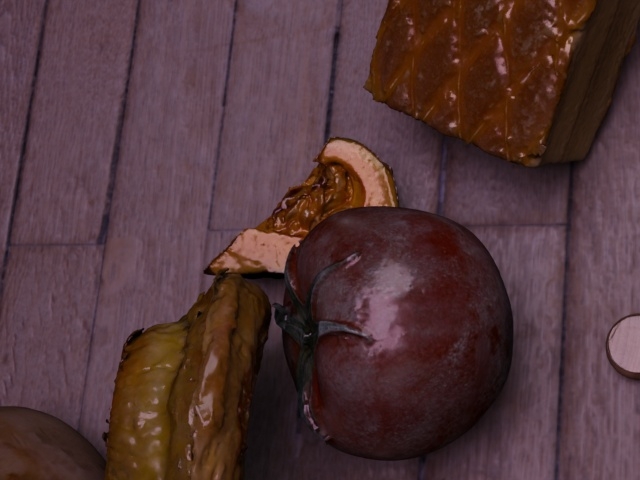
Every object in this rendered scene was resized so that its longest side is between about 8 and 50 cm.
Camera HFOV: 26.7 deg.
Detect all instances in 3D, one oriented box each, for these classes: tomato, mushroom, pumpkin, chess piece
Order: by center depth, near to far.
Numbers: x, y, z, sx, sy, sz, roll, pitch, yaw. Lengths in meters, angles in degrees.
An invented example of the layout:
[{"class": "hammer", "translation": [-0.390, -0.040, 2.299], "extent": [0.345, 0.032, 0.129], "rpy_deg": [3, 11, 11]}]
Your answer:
[{"class": "tomato", "translation": [0.084, 0.109, 1.649], "extent": [0.283, 0.316, 0.316], "rpy_deg": [-2, 69, -19]}, {"class": "chess piece", "translation": [0.396, 0.132, 1.675], "extent": [0.084, 0.038, 0.083], "rpy_deg": [-6, 70, 18]}, {"class": "mushroom", "translation": [-0.422, 0.382, 1.798], "extent": [0.292, 0.292, 0.290], "rpy_deg": [37, 106, 26]}, {"class": "pumpkin", "translation": [-0.002, 0.003, 1.842], "extent": [0.278, 0.111, 0.163], "rpy_deg": [-45, 80, 1]}]

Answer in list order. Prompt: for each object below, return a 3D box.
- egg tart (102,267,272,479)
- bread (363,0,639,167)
[{"class": "egg tart", "translation": [-0.165, 0.246, 1.626], "extent": [0.178, 0.443, 0.443], "rpy_deg": [6, 75, 0]}, {"class": "bread", "translation": [0.237, -0.264, 1.723], "extent": [0.279, 0.207, 0.279], "rpy_deg": [25, 112, 28]}]
